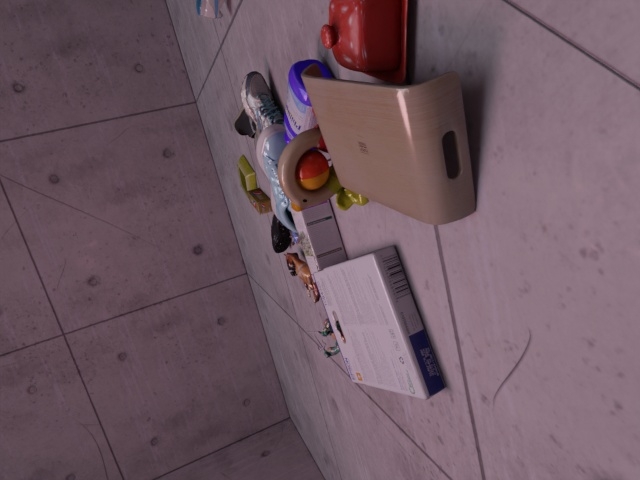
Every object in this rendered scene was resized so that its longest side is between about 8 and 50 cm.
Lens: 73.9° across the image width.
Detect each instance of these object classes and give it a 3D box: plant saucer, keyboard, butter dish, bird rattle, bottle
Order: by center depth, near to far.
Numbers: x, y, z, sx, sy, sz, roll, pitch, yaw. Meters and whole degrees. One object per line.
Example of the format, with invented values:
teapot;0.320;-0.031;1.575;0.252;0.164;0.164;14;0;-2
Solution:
butter dish;0.057;-0.334;0.681;0.160;0.118;0.159;-130;29;-51
bird rattle;0.008;-0.163;0.880;0.143;0.207;0.253;42;155;37
bottle;-0.037;-0.296;1.040;0.118;0.092;0.282;64;161;19
keyboard;-0.121;0.106;1.784;0.192;0.038;0.100;163;88;-73
plant saucer;-0.360;-0.295;2.085;0.188;0.045;0.188;-125;24;-43

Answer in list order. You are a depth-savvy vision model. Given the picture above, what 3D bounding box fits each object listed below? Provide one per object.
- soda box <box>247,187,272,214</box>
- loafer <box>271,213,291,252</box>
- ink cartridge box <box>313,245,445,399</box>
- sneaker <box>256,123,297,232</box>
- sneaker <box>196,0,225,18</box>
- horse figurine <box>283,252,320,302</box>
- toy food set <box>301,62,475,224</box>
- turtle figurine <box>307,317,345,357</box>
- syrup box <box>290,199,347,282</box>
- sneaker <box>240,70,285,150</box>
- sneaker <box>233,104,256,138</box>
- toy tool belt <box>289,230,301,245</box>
soda box;-0.274;-0.178;1.916;0.181;0.061;0.058;-135;32;-55
loafer;-0.161;-0.038;1.707;0.223;0.076;0.078;99;153;-47
ink cartridge box;0.123;0.198;1.031;0.330;0.072;0.323;-24;85;65
sneaker;-0.087;-0.172;1.285;0.150;0.135;0.365;47;160;38
sneaker;-0.360;-0.882;1.453;0.087;0.092;0.228;62;141;34
horse figurine;-0.045;0.137;1.541;0.263;0.066;0.174;28;140;69
toy food set;0.102;-0.170;0.685;0.306;0.092;0.219;33;152;49
turtle figurine;0.058;0.309;1.320;0.234;0.118;0.175;35;157;39
syrup box;0.000;0.000;1.217;0.093;0.096;0.236;-6;101;70
sneaker;-0.156;-0.390;1.337;0.122;0.110;0.282;9;120;51
sneaker;-0.275;-0.428;1.639;0.118;0.083;0.222;70;161;5
toy tool belt;-0.089;-0.024;1.534;0.052;0.051;0.083;-150;45;-64
